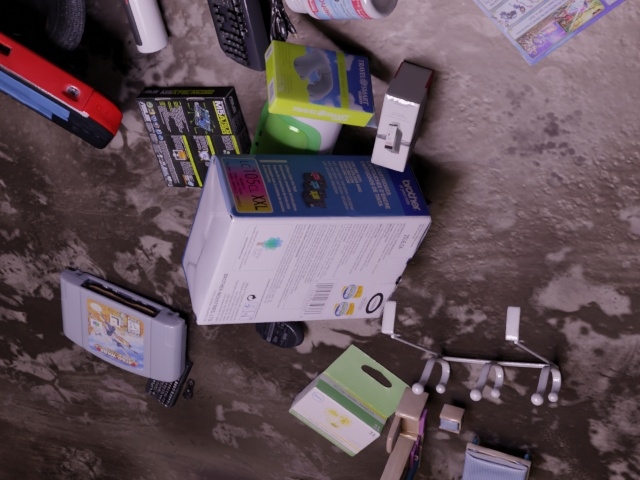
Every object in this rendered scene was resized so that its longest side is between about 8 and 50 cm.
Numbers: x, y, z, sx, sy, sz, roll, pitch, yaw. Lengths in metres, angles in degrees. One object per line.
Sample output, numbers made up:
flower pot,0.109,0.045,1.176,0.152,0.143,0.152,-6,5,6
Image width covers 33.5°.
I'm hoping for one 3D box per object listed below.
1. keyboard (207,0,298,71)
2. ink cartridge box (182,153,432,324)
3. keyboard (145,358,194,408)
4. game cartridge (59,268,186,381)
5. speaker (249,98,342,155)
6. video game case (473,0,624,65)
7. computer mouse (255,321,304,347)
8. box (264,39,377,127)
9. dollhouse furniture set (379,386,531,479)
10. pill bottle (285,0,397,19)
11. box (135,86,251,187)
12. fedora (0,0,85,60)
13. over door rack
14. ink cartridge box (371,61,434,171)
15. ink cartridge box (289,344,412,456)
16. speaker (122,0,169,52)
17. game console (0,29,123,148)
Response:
keyboard,-0.126,-0.398,1.598,0.201,0.033,0.317,23,139,40
ink cartridge box,0.000,0.000,1.723,0.395,0.151,0.270,1,140,-21
keyboard,-0.330,0.316,2.372,0.108,0.023,0.180,30,136,2
game cartridge,-0.425,0.189,2.279,0.297,0.062,0.198,21,128,15
speaker,-0.046,-0.147,1.752,0.131,0.131,0.296,26,135,5
video game case,0.303,-0.398,1.397,0.244,0.061,0.269,45,134,-12
computer mouse,-0.135,0.140,2.115,0.242,0.041,0.071,29,127,13
box,0.007,-0.234,1.605,0.178,0.109,0.042,6,152,-21
dollhouse furniture set,0.270,0.481,2.055,0.303,0.198,0.286,15,139,15
pill bottle,0.028,-0.364,1.544,0.160,0.087,0.087,9,132,38
box,-0.214,-0.179,1.872,0.184,0.045,0.191,1,127,24
fedora,-0.468,-0.452,1.687,0.334,0.152,0.334,20,142,16
over door rack,0.262,0.211,1.833,0.239,0.108,0.324,1,155,26
ink cartridge box,0.127,-0.190,1.642,0.056,0.099,0.135,18,135,8
ink cartridge box,0.063,0.329,2.155,0.171,0.056,0.235,37,137,-5
speaker,-0.291,-0.378,1.732,0.055,0.055,0.136,6,130,24
game console,-0.519,-0.273,1.787,0.386,0.060,0.342,31,168,-13
